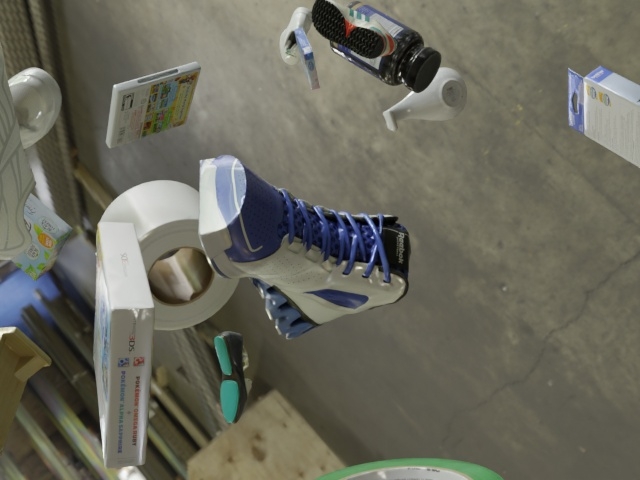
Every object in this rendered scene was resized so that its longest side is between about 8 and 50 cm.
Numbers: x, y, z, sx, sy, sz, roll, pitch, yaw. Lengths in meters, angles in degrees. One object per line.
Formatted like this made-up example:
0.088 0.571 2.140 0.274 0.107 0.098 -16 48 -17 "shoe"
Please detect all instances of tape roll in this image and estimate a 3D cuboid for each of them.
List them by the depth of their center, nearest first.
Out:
0.115 0.405 1.131 0.321 0.321 0.077 -7 90 62 "tape roll"
-0.293 0.028 1.484 0.169 0.246 0.246 47 159 49 "tape roll"

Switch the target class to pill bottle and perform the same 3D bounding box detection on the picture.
0.135 -0.397 1.598 0.219 0.123 0.122 36 151 21 "pill bottle"

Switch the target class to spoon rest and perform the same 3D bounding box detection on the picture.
0.270 -0.358 2.001 0.084 0.276 0.137 10 122 60 "spoon rest"

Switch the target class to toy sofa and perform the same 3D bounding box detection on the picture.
-0.695 0.359 1.534 0.177 0.362 0.150 -5 142 15 "toy sofa"

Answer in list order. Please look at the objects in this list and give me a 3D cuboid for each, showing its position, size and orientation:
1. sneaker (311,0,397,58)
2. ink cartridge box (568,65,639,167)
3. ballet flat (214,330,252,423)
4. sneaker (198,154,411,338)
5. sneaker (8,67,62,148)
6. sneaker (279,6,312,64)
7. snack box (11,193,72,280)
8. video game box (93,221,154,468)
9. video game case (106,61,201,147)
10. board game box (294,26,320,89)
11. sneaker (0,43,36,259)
0.057 -0.349 1.275 0.161 0.075 0.057 37 121 24 "sneaker"
0.682 -0.264 1.705 0.311 0.065 0.185 42 164 40 "ink cartridge box"
-0.183 0.296 1.686 0.074 0.074 0.203 0 98 60 "ballet flat"
0.000 0.001 0.854 0.315 0.182 0.127 54 -154 -56 "sneaker"
-0.563 -0.162 1.302 0.293 0.169 0.108 -35 111 30 "sneaker"
-0.078 -0.543 2.125 0.080 0.094 0.212 20 152 -4 "sneaker"
-0.409 -0.026 1.026 0.141 0.037 0.100 41 132 -3 "snack box"
-0.214 0.103 0.825 0.205 0.048 0.187 -126 38 -59 "video game box"
-0.389 -0.311 1.779 0.026 0.206 0.227 58 151 14 "video game case"
-0.027 -0.362 1.536 0.090 0.020 0.090 74 178 -48 "board game box"
-0.394 -0.112 0.896 0.118 0.110 0.292 26 -127 -58 "sneaker"
